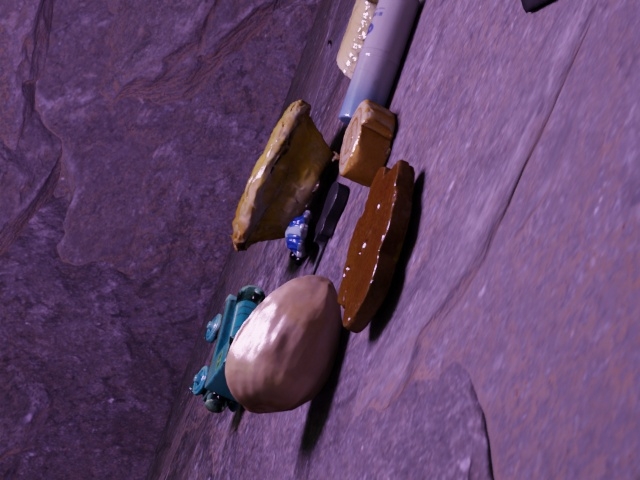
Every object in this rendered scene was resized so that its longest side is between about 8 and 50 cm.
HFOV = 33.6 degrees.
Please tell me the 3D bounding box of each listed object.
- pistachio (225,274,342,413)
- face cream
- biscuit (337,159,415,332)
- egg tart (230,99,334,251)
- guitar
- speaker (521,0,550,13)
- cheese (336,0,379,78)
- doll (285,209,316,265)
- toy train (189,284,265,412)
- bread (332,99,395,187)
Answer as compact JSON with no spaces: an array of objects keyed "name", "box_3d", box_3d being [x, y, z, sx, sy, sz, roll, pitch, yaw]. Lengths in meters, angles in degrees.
[{"name":"pistachio","box_3d":[-0.050,0.159,1.609,0.229,0.157,0.157,-61,6,-21]},{"name":"face cream","box_3d":[0.106,-0.324,1.907,0.077,0.077,0.250,162,127,-78]},{"name":"biscuit","box_3d":[0.081,0.005,1.504,0.208,0.041,0.290,121,166,-46]},{"name":"egg tart","box_3d":[-0.069,-0.117,2.212,0.345,0.132,0.345,26,-90,-89]},{"name":"guitar","box_3d":[0.000,0.000,2.001,0.088,0.025,0.233,-121,52,-76]},{"name":"speaker","box_3d":[0.275,-0.478,1.193,0.388,0.184,0.180,-60,11,-4]},{"name":"cheese","box_3d":[0.098,-0.406,2.081,0.123,0.093,0.167,-99,25,-51]},{"name":"doll","box_3d":[-0.035,-0.005,2.087,0.195,0.070,0.096,100,-179,-78]},{"name":"toy train","box_3d":[-0.182,0.230,2.303,0.194,0.120,0.298,-53,18,37]},{"name":"bread","box_3d":[0.075,-0.169,1.786,0.149,0.073,0.122,-85,19,-55]}]
